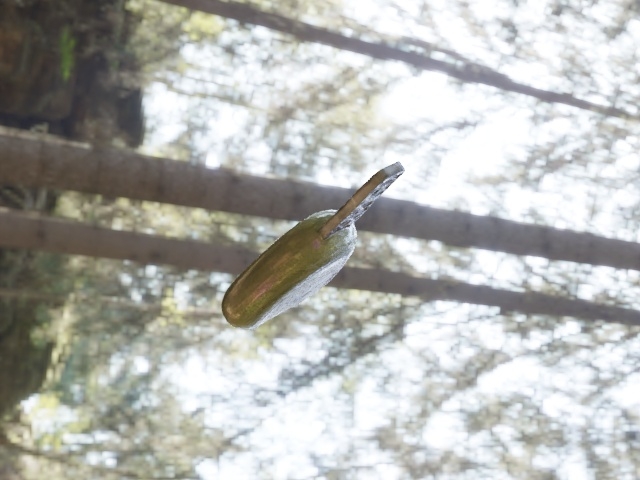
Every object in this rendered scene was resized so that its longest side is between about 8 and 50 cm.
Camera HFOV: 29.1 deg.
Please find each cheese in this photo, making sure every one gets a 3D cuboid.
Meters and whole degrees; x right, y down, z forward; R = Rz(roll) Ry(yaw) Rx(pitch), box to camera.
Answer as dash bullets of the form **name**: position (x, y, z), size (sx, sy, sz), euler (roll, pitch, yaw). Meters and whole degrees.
- **cheese**: position (0.000, 0.000, 0.857), size (0.037, 0.097, 0.192), euler (54, -41, 9)
